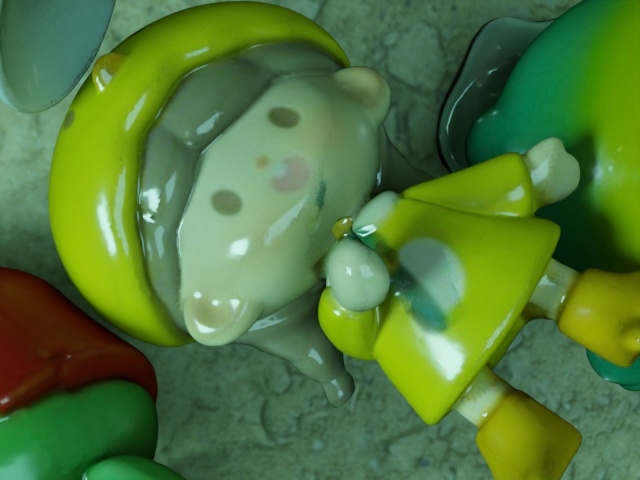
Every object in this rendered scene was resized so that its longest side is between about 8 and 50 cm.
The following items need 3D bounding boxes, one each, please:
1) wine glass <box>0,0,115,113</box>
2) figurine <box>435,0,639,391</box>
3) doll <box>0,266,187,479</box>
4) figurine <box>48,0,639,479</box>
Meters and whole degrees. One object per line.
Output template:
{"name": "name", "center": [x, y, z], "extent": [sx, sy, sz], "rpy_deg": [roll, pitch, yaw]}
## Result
{"name": "wine glass", "center": [-0.215, -0.155, 0.401], "extent": [0.197, 0.165, 0.164], "rpy_deg": [21, 94, 1]}
{"name": "figurine", "center": [0.218, -0.053, 0.473], "extent": [0.232, 0.340, 0.323], "rpy_deg": [-2, 99, -16]}
{"name": "doll", "center": [-0.180, 0.109, 0.446], "extent": [0.363, 0.160, 0.182], "rpy_deg": [36, 129, 16]}
{"name": "figurine", "center": [0.000, 0.000, 0.440], "extent": [0.215, 0.344, 0.187], "rpy_deg": [-49, 153, -16]}
